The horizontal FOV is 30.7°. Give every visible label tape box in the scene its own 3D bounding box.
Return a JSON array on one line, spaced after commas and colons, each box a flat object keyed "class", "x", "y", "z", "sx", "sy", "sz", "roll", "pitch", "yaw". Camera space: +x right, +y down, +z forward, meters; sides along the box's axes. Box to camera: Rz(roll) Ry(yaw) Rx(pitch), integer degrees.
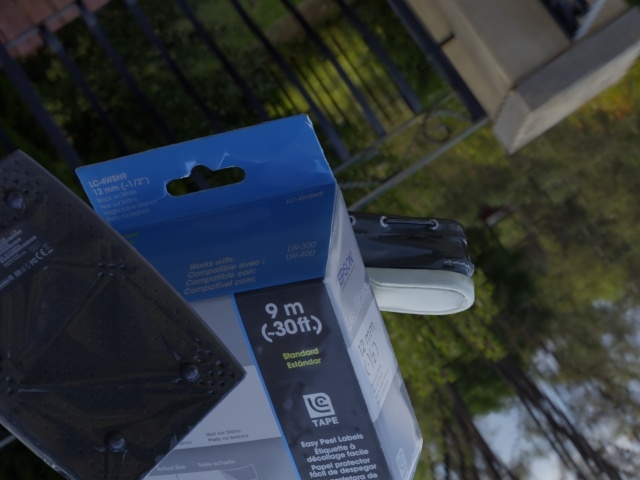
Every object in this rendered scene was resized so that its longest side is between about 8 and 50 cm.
[{"class": "label tape box", "x": -0.078, "y": 0.085, "z": 1.060, "sx": 0.249, "sy": 0.348, "sz": 0.115, "roll": -11, "pitch": -157, "yaw": 22}]

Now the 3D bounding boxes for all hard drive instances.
[{"class": "hard drive", "x": -0.197, "y": 0.065, "z": 0.874, "sx": 0.172, "sy": 0.254, "sz": 0.054, "roll": -43, "pitch": 175, "yaw": -39}]

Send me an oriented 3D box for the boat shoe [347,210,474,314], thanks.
[{"class": "boat shoe", "x": 0.001, "y": -0.002, "z": 1.265, "sx": 0.340, "sy": 0.113, "sz": 0.127, "roll": 6, "pitch": 156, "yaw": 1}]
